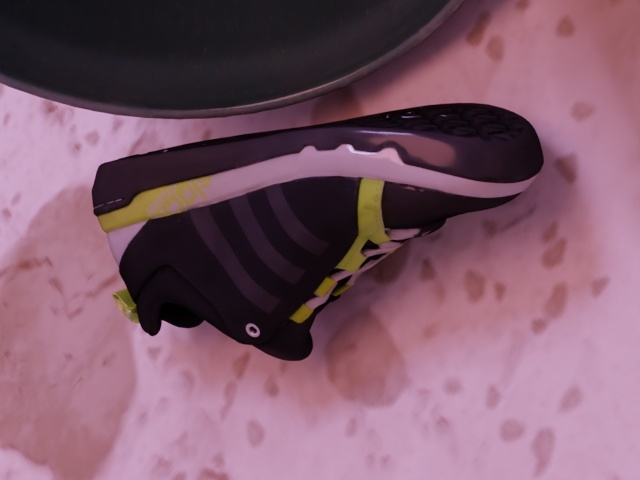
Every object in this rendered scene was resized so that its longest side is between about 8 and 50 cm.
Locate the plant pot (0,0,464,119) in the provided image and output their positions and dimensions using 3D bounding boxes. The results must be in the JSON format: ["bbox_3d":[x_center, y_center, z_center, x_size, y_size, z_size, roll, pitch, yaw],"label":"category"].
[{"bbox_3d":[-0.064,-0.221,0.820,0.293,0.293,0.196,-31,38,33],"label":"plant pot"}]

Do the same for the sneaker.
[{"bbox_3d":[0.000,0.000,0.825,0.235,0.084,0.097,-5,97,43],"label":"sneaker"}]
